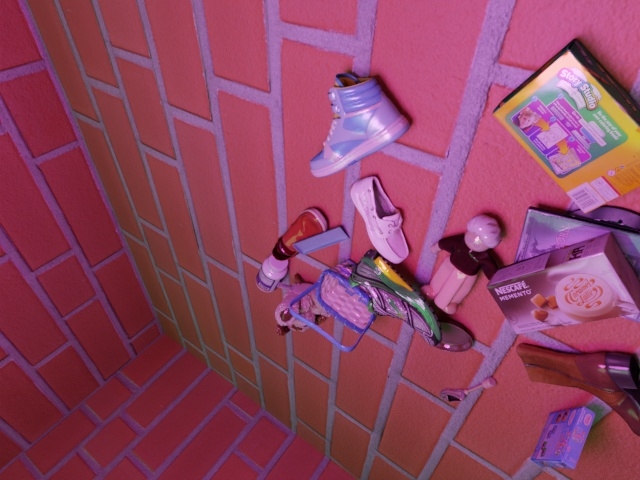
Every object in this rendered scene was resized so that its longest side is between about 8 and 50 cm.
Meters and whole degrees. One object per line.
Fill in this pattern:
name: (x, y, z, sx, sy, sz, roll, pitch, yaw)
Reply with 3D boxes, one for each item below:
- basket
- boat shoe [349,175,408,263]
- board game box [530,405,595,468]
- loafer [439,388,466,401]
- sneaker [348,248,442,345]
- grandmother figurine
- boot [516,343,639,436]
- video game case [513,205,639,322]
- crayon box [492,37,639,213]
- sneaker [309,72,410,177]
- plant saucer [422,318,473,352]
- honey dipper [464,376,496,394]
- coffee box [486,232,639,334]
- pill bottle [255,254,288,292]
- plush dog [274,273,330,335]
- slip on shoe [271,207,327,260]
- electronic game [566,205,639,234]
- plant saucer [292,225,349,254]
basket: (0.070, 0.209, 1.350, 0.254, 0.289, 0.201, 31, 141, 21)
boat shoe: (0.187, -0.057, 1.159, 0.096, 0.098, 0.277, -18, 109, 51)
board game box: (0.680, 0.559, 1.140, 0.039, 0.160, 0.211, 30, 159, 20)
loafer: (0.484, 0.578, 1.492, 0.045, 0.039, 0.125, 48, 142, -3)
sneaker: (0.229, 0.192, 1.227, 0.343, 0.146, 0.134, 45, -178, 8)
grandmother figurine: (0.387, 0.066, 1.080, 0.207, 0.104, 0.342, 28, 141, 17)
boot: (0.702, 0.400, 1.085, 0.280, 0.096, 0.264, -12, 120, 52)
video game case: (0.572, 0.049, 0.867, 0.274, 0.026, 0.196, 19, 127, 32)
crayon box: (0.488, -0.205, 0.753, 0.278, 0.081, 0.165, 47, 142, 0)
sneaker: (0.054, -0.304, 1.047, 0.319, 0.127, 0.208, -22, 109, 41)
plant saucer: (0.407, 0.304, 1.306, 0.168, 0.029, 0.168, 17, 142, 14)
honey dipper: (0.541, 0.505, 1.382, 0.030, 0.030, 0.161, 39, 143, 10)
coffee box: (0.511, 0.099, 0.861, 0.246, 0.098, 0.141, -29, 94, 47)
pill bottle: (-0.200, 0.132, 1.689, 0.108, 0.108, 0.193, 42, 142, 6)
plush dog: (-0.082, 0.284, 1.655, 0.211, 0.262, 0.225, -123, 33, -47)
slip on shoe: (-0.081, -0.009, 1.457, 0.123, 0.101, 0.331, 50, 141, -2)
electronic game: (0.610, 0.032, 0.876, 0.229, 0.048, 0.229, 22, 128, 31)
plant saucer: (0.000, 0.000, 1.382, 0.192, 0.018, 0.067, -21, 134, 24)
